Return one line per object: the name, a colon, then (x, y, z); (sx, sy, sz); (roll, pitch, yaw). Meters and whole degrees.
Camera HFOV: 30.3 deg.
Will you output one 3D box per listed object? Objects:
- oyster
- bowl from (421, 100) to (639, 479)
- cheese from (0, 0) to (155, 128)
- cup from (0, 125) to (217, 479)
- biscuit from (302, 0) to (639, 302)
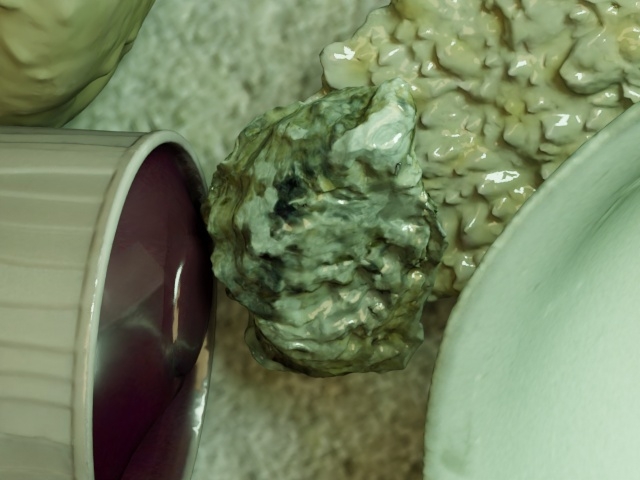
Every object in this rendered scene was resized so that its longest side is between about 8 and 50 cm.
oyster: (0.000, 0.000, 0.558); (0.125, 0.064, 0.177); (4, 127, 15)
bowl: (0.274, 0.061, 0.507); (0.435, 0.196, 0.435); (8, 121, 14)
cheese: (-0.157, -0.167, 0.601); (0.173, 0.251, 0.248); (31, 135, -9)
cup: (-0.194, 0.063, 0.615); (0.273, 0.288, 0.208); (5, 60, 8)
biscuit: (0.093, -0.063, 0.576); (0.179, 0.084, 0.281); (41, 123, -8)
